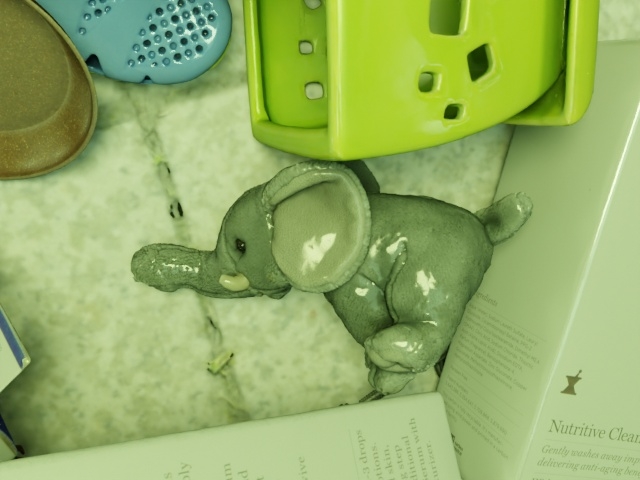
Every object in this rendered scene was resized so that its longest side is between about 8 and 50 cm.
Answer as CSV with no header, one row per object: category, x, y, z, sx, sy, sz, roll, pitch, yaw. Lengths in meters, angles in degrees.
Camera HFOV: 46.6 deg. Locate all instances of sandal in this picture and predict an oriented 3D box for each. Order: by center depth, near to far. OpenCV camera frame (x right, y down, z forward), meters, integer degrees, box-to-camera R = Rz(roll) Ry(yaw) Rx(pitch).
sandal,-0.203,-0.208,0.502,0.317,0.138,0.126,27,92,-18

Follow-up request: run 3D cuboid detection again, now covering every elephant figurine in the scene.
elephant figurine,0.000,0.000,0.591,0.239,0.169,0.186,35,63,-2

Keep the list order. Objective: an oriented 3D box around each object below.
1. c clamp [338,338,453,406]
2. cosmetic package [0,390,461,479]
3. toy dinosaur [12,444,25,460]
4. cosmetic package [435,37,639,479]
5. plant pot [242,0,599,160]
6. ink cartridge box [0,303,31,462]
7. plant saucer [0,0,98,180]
c clamp,0.079,0.146,0.701,0.160,0.022,0.137,-39,112,-4
cosmetic package,-0.097,0.242,0.469,0.453,0.161,0.230,3,70,-42
toy dinosaur,-0.214,0.327,0.611,0.218,0.164,0.322,-9,126,5
cosmetic package,0.258,0.042,0.643,0.217,0.156,0.385,10,100,-20
plant pot,0.066,-0.179,0.528,0.207,0.227,0.228,-5,102,-18
ink cartridge box,-0.333,0.157,0.533,0.332,0.165,0.065,-44,144,1
plant saucer,-0.251,-0.121,0.514,0.198,0.036,0.199,1,142,1
